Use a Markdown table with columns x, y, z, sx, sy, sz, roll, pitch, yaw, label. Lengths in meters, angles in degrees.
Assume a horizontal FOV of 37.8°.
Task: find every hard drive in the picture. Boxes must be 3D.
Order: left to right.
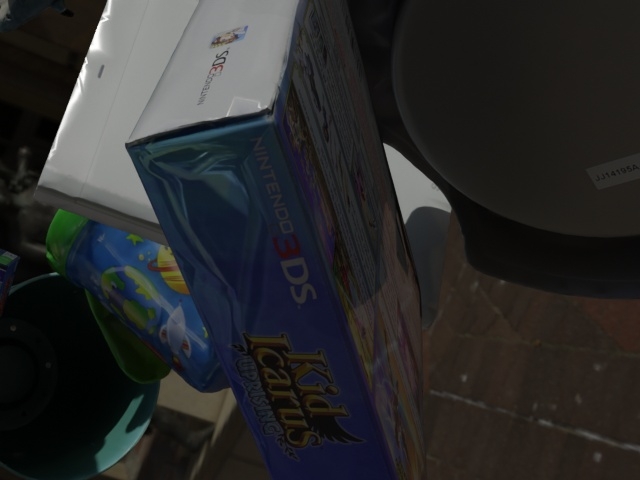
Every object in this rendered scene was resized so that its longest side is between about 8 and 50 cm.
| x | y | z | sx | sy | sz | roll | pitch | yaw | label |
| --- | --- | --- | --- | --- | --- | --- | --- | --- | --- |
| -0.039 | -0.069 | 0.727 | 0.040 | 0.307 | 0.203 | 137 | 149 | -58 | hard drive |

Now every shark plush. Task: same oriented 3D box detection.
| x | y | z | sx | sy | sz | roll | pitch | yaw | label |
| --- | --- | --- | --- | --- | --- | --- | --- | --- | --- |
| -0.324 | -0.303 | 1.153 | 0.073 | 0.161 | 0.067 | -17 | 87 | 68 | shark plush |

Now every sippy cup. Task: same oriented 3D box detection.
| x | y | z | sx | sy | sz | roll | pitch | yaw | label |
| --- | --- | --- | --- | --- | --- | --- | --- | --- | --- |
| -0.126 | 0.028 | 0.976 | 0.240 | 0.224 | 0.305 | -38 | -15 | -18 | sippy cup |

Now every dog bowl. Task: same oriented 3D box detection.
| x | y | z | sx | sy | sz | roll | pitch | yaw | label |
| --- | --- | --- | --- | --- | --- | --- | --- | --- | --- |
| 0.173 | -0.114 | 0.586 | 0.349 | 0.348 | 0.102 | -54 | 10 | 50 | dog bowl |

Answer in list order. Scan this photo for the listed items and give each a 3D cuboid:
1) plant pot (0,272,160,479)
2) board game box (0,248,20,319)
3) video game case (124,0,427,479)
| x | y | z | sx | sy | sz | roll | pitch | yaw | label |
| --- | --- | --- | --- | --- | --- | --- | --- | --- | --- |
| -0.424 | 0.198 | 1.379 | 0.235 | 0.293 | 0.293 | -7 | 60 | 49 | plant pot |
| -0.473 | 0.043 | 1.107 | 0.035 | 0.201 | 0.136 | -69 | 3 | -71 | board game box |
| 0.000 | 0.000 | 0.483 | 0.244 | 0.061 | 0.270 | -84 | -20 | -55 | video game case |
